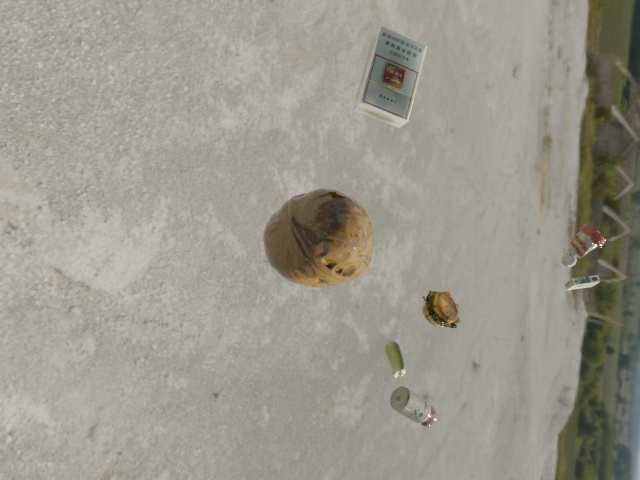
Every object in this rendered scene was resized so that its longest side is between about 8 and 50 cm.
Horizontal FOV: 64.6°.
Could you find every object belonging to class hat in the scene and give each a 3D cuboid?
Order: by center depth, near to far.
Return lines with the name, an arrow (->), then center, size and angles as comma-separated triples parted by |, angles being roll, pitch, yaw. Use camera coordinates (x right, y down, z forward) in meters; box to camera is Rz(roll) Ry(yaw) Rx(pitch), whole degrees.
hat -> 0.905, 0.022, 1.772 | 0.162, 0.094, 0.112 | -46, 160, 21

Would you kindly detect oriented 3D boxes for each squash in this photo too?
squash -> 0.366, 0.580, 2.477 | 0.250, 0.083, 0.083 | -95, 175, -67

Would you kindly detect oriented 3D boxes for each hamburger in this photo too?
hamburger -> 0.482, 0.280, 2.039 | 0.189, 0.093, 0.164 | 16, 51, -31

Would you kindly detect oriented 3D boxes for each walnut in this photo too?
walnut -> 0.000, 0.000, 1.682 | 0.397, 0.354, 0.308 | 23, 32, -56

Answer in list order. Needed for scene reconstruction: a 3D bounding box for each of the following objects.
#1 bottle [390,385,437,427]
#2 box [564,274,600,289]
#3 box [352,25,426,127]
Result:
bottle -> 0.416, 0.733, 2.213 | 0.233, 0.109, 0.110 | 38, 60, -26
box -> 0.789, 0.127, 1.530 | 0.054, 0.083, 0.024 | 94, -12, -69
box -> 0.273, -0.636, 1.984 | 0.210, 0.095, 0.331 | 18, 81, -14
